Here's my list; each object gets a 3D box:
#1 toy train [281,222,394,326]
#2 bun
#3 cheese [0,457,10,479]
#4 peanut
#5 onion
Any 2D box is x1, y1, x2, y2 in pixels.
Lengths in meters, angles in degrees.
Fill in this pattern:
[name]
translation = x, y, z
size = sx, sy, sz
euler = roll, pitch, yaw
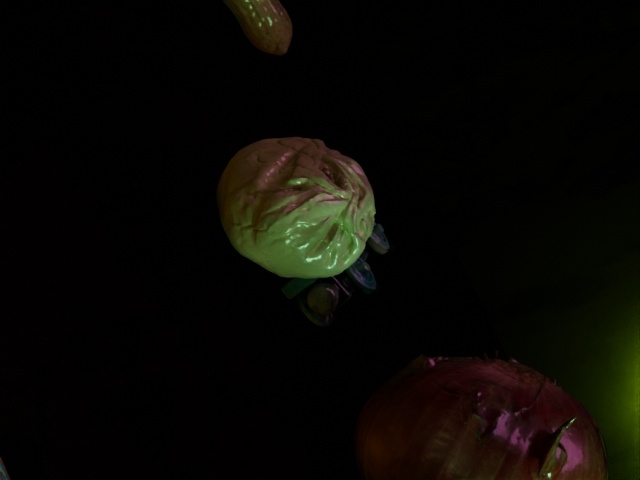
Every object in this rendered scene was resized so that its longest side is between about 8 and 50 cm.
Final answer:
[toy train]
translation = 0.000, 0.000, 2.013
size = 0.194, 0.120, 0.298
euler = 49, 21, -10
[bun]
translation = -0.022, -0.054, 1.815
size = 0.229, 0.145, 0.229
euler = 24, 44, -25
[cheese]
translation = -0.218, 0.216, 0.966
size = 0.256, 0.037, 0.106
euler = 64, 12, 5
[peanut]
translation = -0.119, -0.419, 2.373
size = 0.214, 0.090, 0.099
euler = 59, -15, -26
[onion]
translation = 0.217, 0.293, 1.810
size = 0.353, 0.354, 0.353
euler = 58, 15, -25
